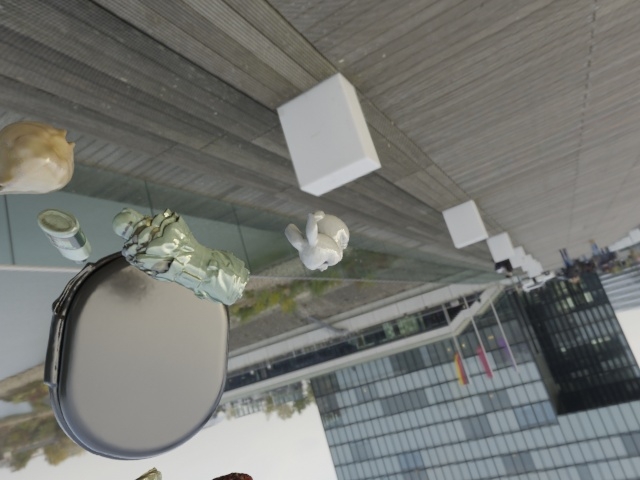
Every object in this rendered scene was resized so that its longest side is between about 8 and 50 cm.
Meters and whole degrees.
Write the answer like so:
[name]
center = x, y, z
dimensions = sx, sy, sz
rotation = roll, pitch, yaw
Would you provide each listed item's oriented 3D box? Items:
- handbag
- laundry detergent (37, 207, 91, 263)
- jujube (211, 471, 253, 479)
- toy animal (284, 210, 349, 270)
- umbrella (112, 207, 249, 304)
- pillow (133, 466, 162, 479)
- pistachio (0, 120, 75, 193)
[handbag]
center = -0.261, 0.160, 0.690
dimensions = 0.254, 0.307, 0.093
rotation = 7, 170, -31
[laundry detergent]
center = -0.660, 0.001, 1.221
dimensions = 0.099, 0.070, 0.225
rotation = 17, 152, -4
[jujube]
center = -0.198, 0.545, 1.004
dimensions = 0.129, 0.077, 0.077
rotation = -30, 162, 20
[toy animal]
center = -0.002, -0.007, 1.424
dimensions = 0.128, 0.178, 0.193
rotation = -17, -172, 36
[umbrella]
center = -0.138, 0.016, 0.461
dimensions = 0.067, 0.144, 0.062
rotation = -56, -166, -3
[pillow]
center = -0.415, 0.562, 0.959
dimensions = 0.053, 0.119, 0.208
rotation = 23, -157, 32
[pistachio]
center = -0.510, -0.141, 0.812
dimensions = 0.223, 0.126, 0.152
rotation = 11, -130, 49
